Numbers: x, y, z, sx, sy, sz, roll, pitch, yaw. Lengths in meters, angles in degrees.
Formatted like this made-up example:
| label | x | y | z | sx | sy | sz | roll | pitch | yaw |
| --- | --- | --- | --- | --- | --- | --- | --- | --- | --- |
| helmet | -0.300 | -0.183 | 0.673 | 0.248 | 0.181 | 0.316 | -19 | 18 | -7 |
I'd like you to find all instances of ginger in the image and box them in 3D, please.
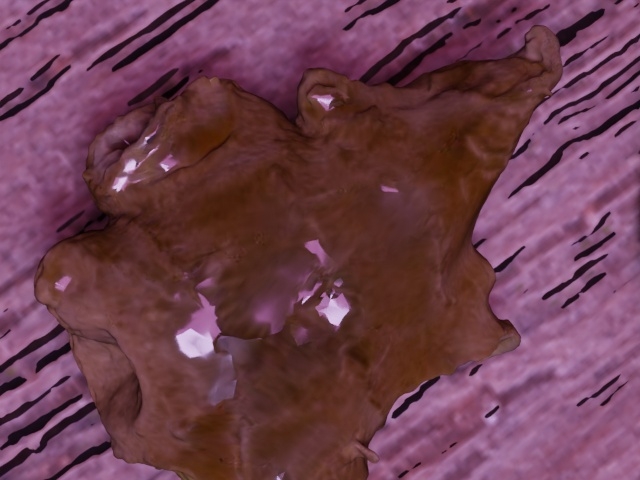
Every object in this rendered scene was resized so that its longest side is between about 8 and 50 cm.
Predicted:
| label | x | y | z | sx | sy | sz | roll | pitch | yaw |
| --- | --- | --- | --- | --- | --- | --- | --- | --- | --- |
| ginger | 0.000 | 0.000 | 0.882 | 0.219 | 0.123 | 0.270 | 40 | 78 | -14 |
